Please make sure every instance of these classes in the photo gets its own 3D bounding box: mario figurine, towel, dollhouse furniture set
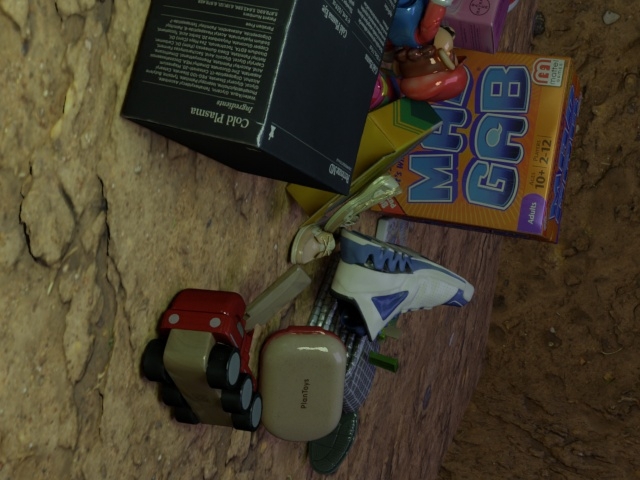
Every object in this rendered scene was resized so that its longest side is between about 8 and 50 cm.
[{"bbox_3d":[0.159,-0.378,1.541,0.320,0.170,0.198,56,6,-31],"label":"mario figurine"},{"bbox_3d":[0.064,0.190,1.874,0.235,0.121,0.284,62,46,-64],"label":"towel"},{"bbox_3d":[0.150,0.183,1.843,0.076,0.058,0.152,82,30,-54],"label":"dollhouse furniture set"}]

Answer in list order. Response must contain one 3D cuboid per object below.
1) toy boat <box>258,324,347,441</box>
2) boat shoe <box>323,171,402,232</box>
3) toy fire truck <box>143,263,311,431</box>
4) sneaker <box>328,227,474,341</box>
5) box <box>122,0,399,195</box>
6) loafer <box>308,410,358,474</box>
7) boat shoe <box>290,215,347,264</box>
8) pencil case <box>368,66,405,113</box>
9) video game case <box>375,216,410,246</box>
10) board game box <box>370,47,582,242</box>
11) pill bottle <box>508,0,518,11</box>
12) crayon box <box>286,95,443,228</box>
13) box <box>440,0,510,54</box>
[{"bbox_3d":[-0.037,0.242,1.650,0.151,0.151,0.231,-104,-163,-65],"label":"toy boat"},{"bbox_3d":[0.073,-0.057,1.617,0.153,0.048,0.056,-39,178,7],"label":"boat shoe"},{"bbox_3d":[-0.119,0.124,1.308,0.217,0.158,0.246,74,24,-55],"label":"toy fire truck"},{"bbox_3d":[0.125,0.100,1.731,0.315,0.127,0.182,19,99,-38],"label":"sneaker"},{"bbox_3d":[-0.053,-0.246,1.153,0.343,0.179,0.312,22,82,-70],"label":"box"},{"bbox_3d":[0.045,0.374,2.001,0.084,0.096,0.267,45,59,-75],"label":"loafer"},{"bbox_3d":[0.000,0.000,1.654,0.170,0.059,0.063,-44,143,-57],"label":"boat shoe"},{"bbox_3d":[0.098,-0.271,1.689,0.236,0.104,0.104,-9,112,-67],"label":"pencil case"},{"bbox_3d":[0.161,0.044,2.184,0.206,0.026,0.227,-25,126,-66],"label":"video game case"},{"bbox_3d":[0.351,-0.200,2.003,0.356,0.356,0.356,8,91,-71],"label":"board game box"},{"bbox_3d":[0.346,-0.647,1.976,0.323,0.181,0.181,81,30,-50],"label":"pill bottle"},{"bbox_3d":[0.072,-0.143,1.565,0.202,0.081,0.318,-39,179,28],"label":"crayon box"},{"bbox_3d":[0.223,-0.476,1.657,0.117,0.243,0.213,49,58,-70],"label":"box"}]
